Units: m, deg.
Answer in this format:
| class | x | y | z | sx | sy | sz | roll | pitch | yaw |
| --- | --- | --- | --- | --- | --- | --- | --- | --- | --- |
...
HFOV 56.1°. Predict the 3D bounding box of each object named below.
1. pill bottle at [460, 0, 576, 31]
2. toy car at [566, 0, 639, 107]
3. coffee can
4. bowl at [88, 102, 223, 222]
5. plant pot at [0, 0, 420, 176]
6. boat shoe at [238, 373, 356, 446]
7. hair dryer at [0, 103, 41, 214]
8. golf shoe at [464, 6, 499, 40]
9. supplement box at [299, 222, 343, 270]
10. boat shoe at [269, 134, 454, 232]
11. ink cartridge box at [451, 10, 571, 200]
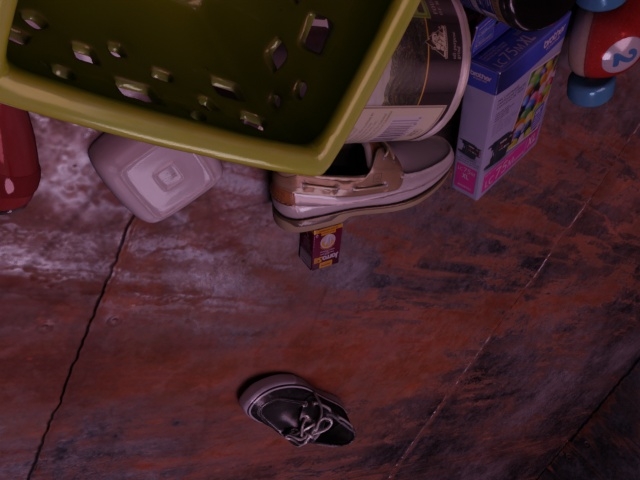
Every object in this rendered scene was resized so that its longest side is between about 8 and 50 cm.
| class | x | y | z | sx | sy | sz | roll | pitch | yaw |
| --- | --- | --- | --- | --- | --- | --- | --- | --- | --- |
| pill bottle | 0.193 | -0.336 | 0.704 | 0.123 | 0.219 | 0.122 | -20 | 133 | -22 |
| toy car | 0.512 | -0.327 | 0.892 | 0.210 | 0.238 | 0.219 | -60 | 149 | -26 |
| coffee can | 0.001 | -0.208 | 0.687 | 0.276 | 0.201 | 0.201 | -9 | 128 | -31 |
| bowl | -0.197 | -0.091 | 0.751 | 0.142 | 0.053 | 0.142 | -34 | 136 | -5 |
| plant pot | -0.082 | -0.197 | 0.367 | 0.227 | 0.207 | 0.228 | 9 | 117 | -41 |
| boat shoe | -0.034 | 0.356 | 1.194 | 0.113 | 0.105 | 0.306 | -45 | 137 | 4 |
| hair dryer | -0.396 | -0.086 | 0.593 | 0.293 | 0.080 | 0.224 | -47 | 136 | 6 |
| golf shoe | 0.225 | -0.284 | 0.882 | 0.086 | 0.067 | 0.186 | 22 | 109 | -46 |
| supplement box | 0.000 | 0.000 | 0.972 | 0.055 | 0.043 | 0.083 | -17 | 133 | -26 |
| boat shoe | 0.071 | -0.105 | 0.886 | 0.303 | 0.113 | 0.103 | -22 | 140 | -19 |
| ink cartridge box | 0.290 | -0.225 | 0.922 | 0.186 | 0.065 | 0.311 | -41 | 146 | -23 |
